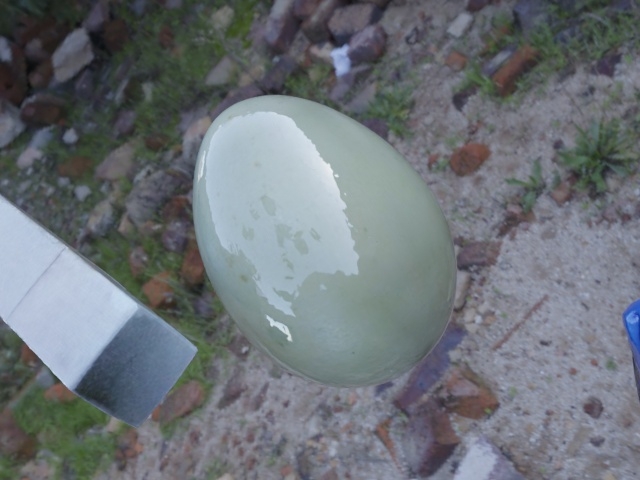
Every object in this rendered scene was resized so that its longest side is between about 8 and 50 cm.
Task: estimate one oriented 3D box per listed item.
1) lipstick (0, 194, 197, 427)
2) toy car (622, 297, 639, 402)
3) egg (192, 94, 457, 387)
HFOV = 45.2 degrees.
[{"bbox_3d":[-0.244,0.035,0.668,0.371,0.076,0.079,26,74,46],"label":"lipstick"},{"bbox_3d":[0.190,0.078,0.378,0.063,0.216,0.103,-22,68,34],"label":"toy car"},{"bbox_3d":[0.000,0.000,0.615,0.189,0.188,0.253,-34,95,23],"label":"egg"}]
